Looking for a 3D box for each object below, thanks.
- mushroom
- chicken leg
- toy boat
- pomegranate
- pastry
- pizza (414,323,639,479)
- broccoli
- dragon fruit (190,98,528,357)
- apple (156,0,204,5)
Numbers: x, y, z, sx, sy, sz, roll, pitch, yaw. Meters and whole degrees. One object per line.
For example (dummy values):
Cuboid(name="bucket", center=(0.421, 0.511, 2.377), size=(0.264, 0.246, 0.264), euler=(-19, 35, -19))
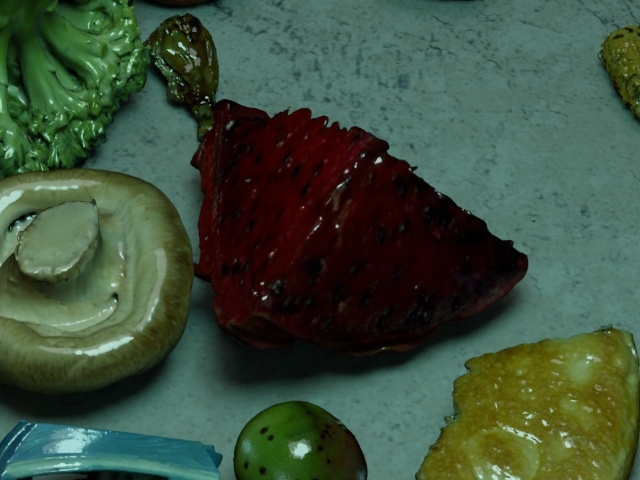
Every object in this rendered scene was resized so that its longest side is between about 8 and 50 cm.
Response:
Cuboid(name="mushroom", center=(-0.254, 0.042, 1.648), size=(0.278, 0.146, 0.278), euler=(-1, 53, 1))
Cuboid(name="chicken leg", center=(-0.150, -0.184, 1.934), size=(0.093, 0.070, 0.178), euler=(4, 53, -36))
Cuboid(name="toy boat", center=(-0.188, 0.215, 1.501), size=(0.215, 0.088, 0.102), euler=(12, 78, -29))
Cuboid(name="pomegranate", center=(-0.021, 0.206, 1.528), size=(0.130, 0.130, 0.130), euler=(2, 45, -2))
Cuboid(name="pastry", center=(0.367, -0.194, 1.976), size=(0.080, 0.056, 0.140), euler=(-3, 43, -23))
Cuboid(name="pizza", center=(0.188, 0.197, 1.570), size=(0.182, 0.074, 0.365), euler=(21, 49, 14))
Cuboid(name="broccoli", center=(-0.296, -0.275, 1.790), size=(0.275, 0.397, 0.353), euler=(-11, 39, -15))
Cuboid(name="dragon fruit", center=(-0.005, 0.009, 1.731), size=(0.329, 0.286, 0.228), euler=(25, 86, 50))
Cuboid(name="apple", center=(-0.173, -0.387, 2.057), size=(0.209, 0.164, 0.209), euler=(2, 47, -2))
